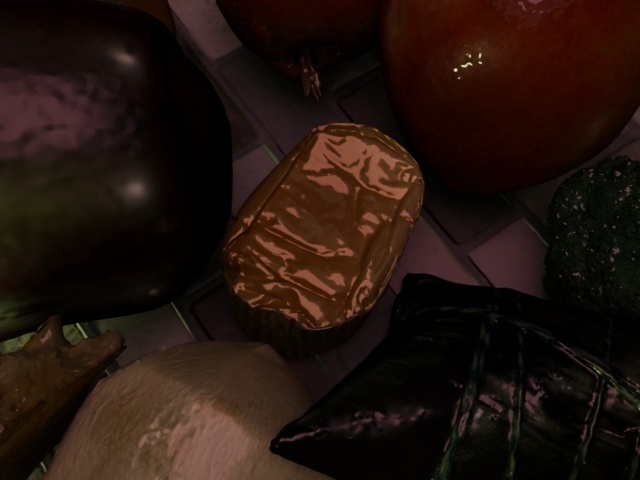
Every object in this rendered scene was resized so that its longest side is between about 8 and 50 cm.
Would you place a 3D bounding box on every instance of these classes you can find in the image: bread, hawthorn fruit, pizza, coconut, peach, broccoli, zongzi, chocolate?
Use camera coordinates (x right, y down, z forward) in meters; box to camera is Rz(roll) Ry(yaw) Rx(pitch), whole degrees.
[{"bbox_3d":[0.000,0.000,0.757,0.178,0.133,0.250,23,69,9],"label":"bread"},{"bbox_3d":[-0.013,-0.314,0.842,0.275,0.276,0.308,5,78,2],"label":"hawthorn fruit"},{"bbox_3d":[-0.275,0.157,0.593,0.089,0.323,0.223,41,55,3],"label":"pizza"},{"bbox_3d":[-0.104,0.205,0.606,0.244,0.245,0.247,27,69,11],"label":"coconut"},{"bbox_3d":[0.204,-0.204,0.754,0.307,0.333,0.308,16,32,-10],"label":"peach"},{"bbox_3d":[0.366,0.011,0.716,0.270,0.270,0.270,-19,63,-44],"label":"broccoli"},{"bbox_3d":[0.149,0.162,0.579,0.383,0.319,0.362,33,28,24],"label":"zongzi"},{"bbox_3d":[-0.253,-0.062,0.670,0.331,0.384,0.384,2,66,-3],"label":"chocolate"}]

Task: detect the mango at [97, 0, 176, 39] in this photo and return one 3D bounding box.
[{"bbox_3d":[-0.321,-0.290,0.882,0.316,0.146,0.193,30,61,19],"label":"mango"}]
